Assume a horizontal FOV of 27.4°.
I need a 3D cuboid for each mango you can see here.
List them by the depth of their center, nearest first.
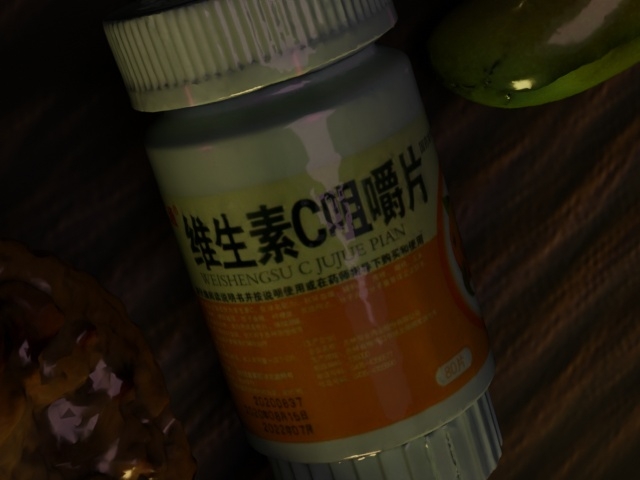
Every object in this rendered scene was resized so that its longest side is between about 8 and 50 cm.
[{"bbox_3d":[0.170,-0.166,0.832,0.233,0.111,0.125,-27,77,-9],"label":"mango"}]

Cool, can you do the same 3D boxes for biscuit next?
[{"bbox_3d":[-0.170,0.166,0.626,0.289,0.081,0.334,-32,118,-36],"label":"biscuit"}]

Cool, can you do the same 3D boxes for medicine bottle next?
[{"bbox_3d":[0.000,0.000,0.753,0.158,0.158,0.318,-24,109,-20],"label":"medicine bottle"}]
